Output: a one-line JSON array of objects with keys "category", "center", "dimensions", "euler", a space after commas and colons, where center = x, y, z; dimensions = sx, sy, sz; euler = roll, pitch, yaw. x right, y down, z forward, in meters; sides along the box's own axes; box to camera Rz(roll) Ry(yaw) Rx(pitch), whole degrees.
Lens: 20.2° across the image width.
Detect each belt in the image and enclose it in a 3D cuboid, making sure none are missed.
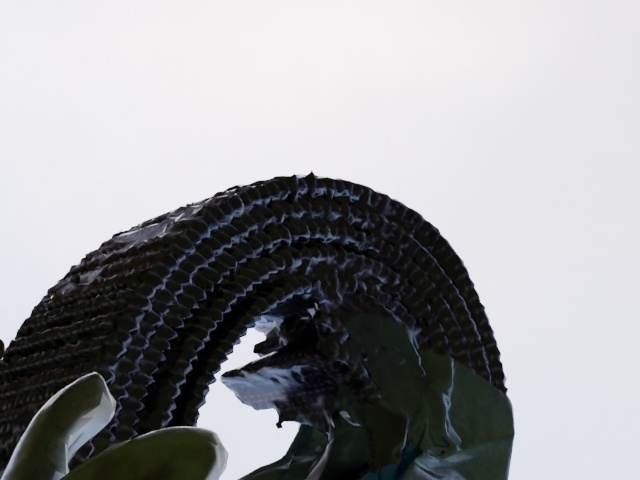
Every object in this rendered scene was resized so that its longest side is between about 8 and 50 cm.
[{"category": "belt", "center": [-0.029, 0.114, 0.839], "dimensions": [0.122, 0.260, 0.325], "euler": [-19, -155, 41]}]

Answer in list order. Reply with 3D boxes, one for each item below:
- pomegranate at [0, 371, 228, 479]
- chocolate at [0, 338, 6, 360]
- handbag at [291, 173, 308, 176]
[{"category": "pomegranate", "center": [-0.105, 0.126, 0.277], "dimensions": [0.263, 0.211, 0.211], "euler": [-33, -124, -29]}, {"category": "chocolate", "center": [-0.305, 0.119, 1.448], "dimensions": [0.124, 0.133, 0.127], "euler": [-33, -143, -15]}, {"category": "handbag", "center": [0.000, 0.000, 1.231], "dimensions": [0.047, 0.111, 0.072], "euler": [-19, -148, 23]}]
